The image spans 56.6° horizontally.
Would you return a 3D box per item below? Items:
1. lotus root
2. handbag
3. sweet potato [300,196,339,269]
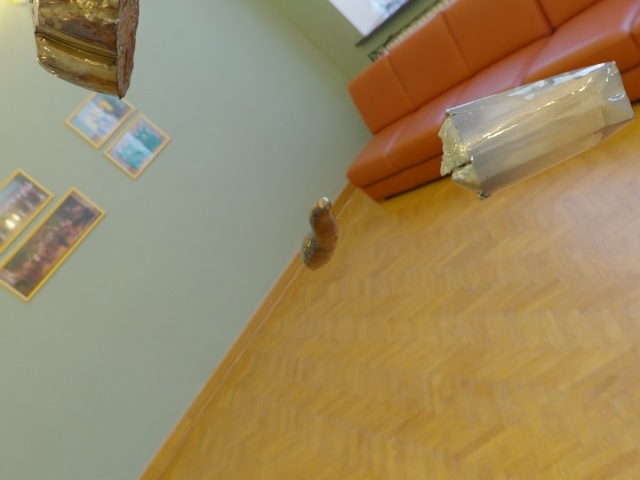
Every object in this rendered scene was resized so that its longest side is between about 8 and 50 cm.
[{"bbox_3d":[-0.548,-0.486,1.374,0.316,0.249,0.317,-178,90,-71],"label":"lotus root"},{"bbox_3d":[0.191,-0.105,0.568,0.173,0.095,0.117,-24,0,9],"label":"handbag"},{"bbox_3d":[0.001,-0.001,0.920,0.057,0.057,0.265,-56,-6,-23],"label":"sweet potato"}]
